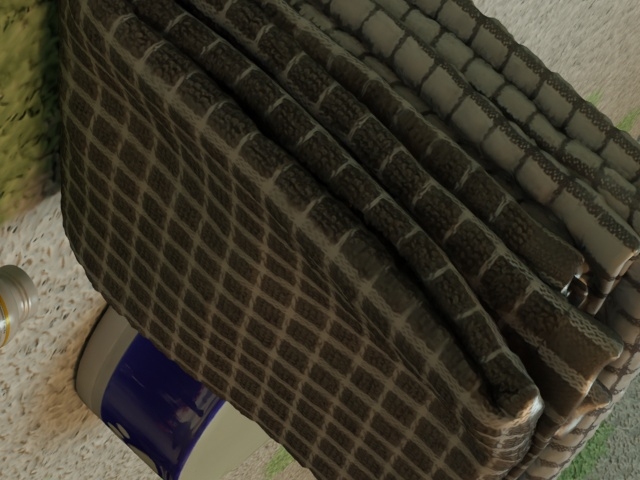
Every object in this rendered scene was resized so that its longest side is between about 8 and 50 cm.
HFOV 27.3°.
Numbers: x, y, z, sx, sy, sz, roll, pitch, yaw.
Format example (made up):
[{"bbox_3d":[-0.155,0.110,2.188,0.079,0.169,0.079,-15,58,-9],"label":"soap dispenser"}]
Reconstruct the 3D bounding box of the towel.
[{"bbox_3d":[0.000,0.000,0.572,0.121,0.283,0.235,-38,163,-29],"label":"towel"}]

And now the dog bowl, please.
[{"bbox_3d":[-0.046,0.056,0.965,0.265,0.104,0.265,-44,165,-14],"label":"dog bowl"}]

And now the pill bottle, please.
[{"bbox_3d":[-0.179,0.040,0.646,0.083,0.043,0.043,-31,159,-50],"label":"pill bottle"}]
